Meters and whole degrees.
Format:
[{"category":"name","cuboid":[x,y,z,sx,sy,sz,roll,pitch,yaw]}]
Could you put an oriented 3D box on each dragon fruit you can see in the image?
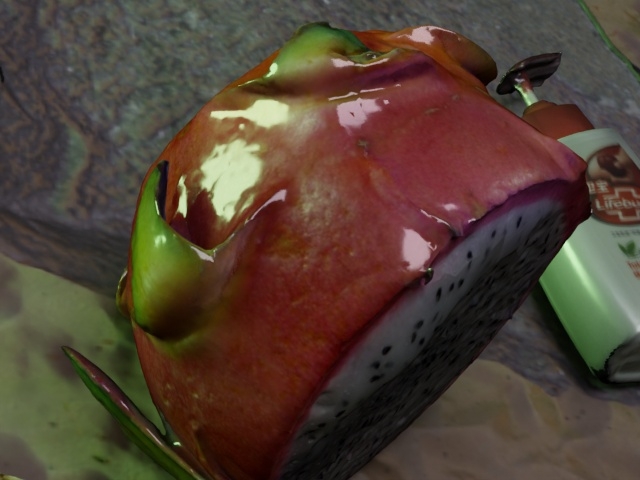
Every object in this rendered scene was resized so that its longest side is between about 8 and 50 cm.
[{"category":"dragon fruit","cuboid":[0.000,0.000,0.878,0.189,0.291,0.290,45,45,14]}]

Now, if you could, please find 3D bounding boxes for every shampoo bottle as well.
[{"category":"shampoo bottle","cuboid":[0.201,-0.029,1.161,0.153,0.071,0.284,-3,54,-33]}]

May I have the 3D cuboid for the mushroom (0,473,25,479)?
[{"category":"mushroom","cuboid":[-0.192,0.140,0.782,0.129,0.073,0.088,1,25,17]}]
